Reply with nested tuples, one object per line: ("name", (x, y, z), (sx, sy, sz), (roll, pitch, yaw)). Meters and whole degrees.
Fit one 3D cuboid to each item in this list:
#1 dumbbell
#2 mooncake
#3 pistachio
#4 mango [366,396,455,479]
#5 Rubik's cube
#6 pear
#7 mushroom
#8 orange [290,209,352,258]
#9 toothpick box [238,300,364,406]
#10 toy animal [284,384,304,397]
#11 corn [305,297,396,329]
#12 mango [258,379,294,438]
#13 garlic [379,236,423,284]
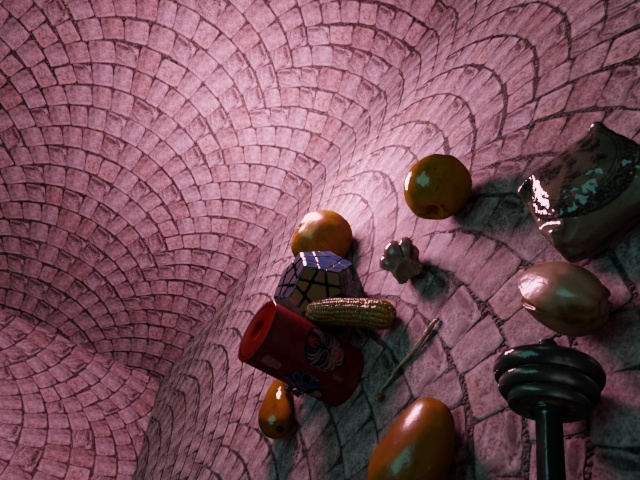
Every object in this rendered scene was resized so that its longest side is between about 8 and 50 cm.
("dumbbell", (0.355, 0.337, 0.743), (0.179, 0.179, 0.405), (-35, 28, 47))
("mooncake", (0.557, -0.111, 1.017), (0.250, 0.136, 0.254), (-44, 23, 23))
("pistachio", (0.455, 0.107, 0.916), (0.143, 0.144, 0.215), (-57, 7, 2))
("mango", (0.197, 0.447, 1.006), (0.254, 0.139, 0.175), (-56, 12, -16))
("Rubik's cube", (-0.004, 0.190, 1.700), (0.319, 0.320, 0.263), (-111, 30, -67))
("pear", (0.362, -0.171, 1.489), (0.209, 0.209, 0.208), (-48, 21, 26))
("mushroom", (0.232, 0.320, 1.305), (0.286, 0.026, 0.028), (-54, 35, 3))
("orange", (0.000, 0.000, 2.036), (0.279, 0.235, 0.279), (-51, 12, 16))
("toothpick box", (-0.058, 0.348, 1.480), (0.204, 0.334, 0.204), (-48, 20, 25))
("toy animal", (-0.066, 0.435, 1.714), (0.146, 0.115, 0.245), (-46, 46, 20))
("corn", (0.090, 0.225, 1.489), (0.292, 0.101, 0.101), (-3, 46, 19))
("mango", (-0.152, 0.582, 1.678), (0.138, 0.113, 0.253), (-58, 14, 22))
("garlic", (0.262, 0.045, 1.532), (0.131, 0.127, 0.194), (-51, 0, 28))
